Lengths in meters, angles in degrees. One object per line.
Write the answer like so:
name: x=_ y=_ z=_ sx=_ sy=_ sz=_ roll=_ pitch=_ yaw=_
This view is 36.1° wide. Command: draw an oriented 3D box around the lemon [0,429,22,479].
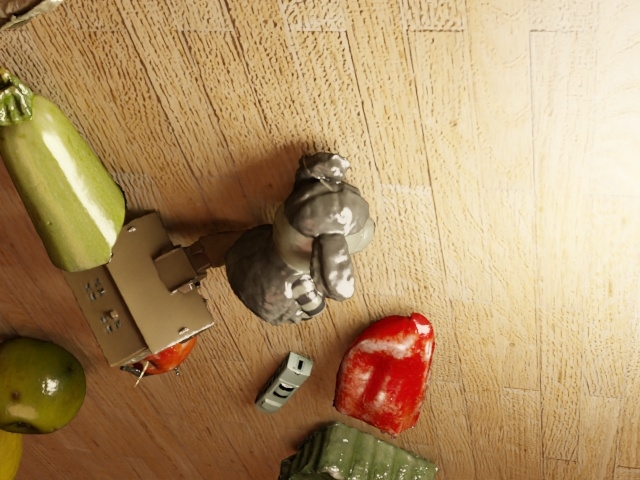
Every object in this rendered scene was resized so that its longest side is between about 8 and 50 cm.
lemon: x=-0.734 y=0.426 z=2.007 sx=0.253 sy=0.254 sz=0.310 roll=25 pitch=144 yaw=-15

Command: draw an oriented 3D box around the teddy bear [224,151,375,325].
teddy bear: x=-0.005 y=0.018 z=1.231 sx=0.144 sy=0.171 sz=0.251 roll=7 pitch=149 yaw=-37

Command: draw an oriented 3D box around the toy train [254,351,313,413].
toy train: x=-0.069 y=0.253 z=1.687 sx=0.043 sy=0.047 sz=0.207 roll=23 pitch=144 yaw=-9

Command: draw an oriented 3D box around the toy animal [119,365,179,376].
toy animal: x=-0.287 y=0.211 z=1.709 sx=0.135 sy=0.047 sz=0.065 roll=-17 pitch=140 yaw=36

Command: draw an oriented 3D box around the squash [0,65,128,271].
squash: x=-0.339 y=-0.111 z=1.234 sx=0.137 sy=0.137 sz=0.288 roll=-2 pitch=129 yaw=23

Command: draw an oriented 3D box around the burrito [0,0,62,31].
burrito: x=-0.340 y=-0.256 z=1.060 sx=0.188 sy=0.045 sz=0.058 roll=-9 pitch=114 yaw=35

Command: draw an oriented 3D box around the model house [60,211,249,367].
model house: x=-0.198 y=0.046 z=1.380 sx=0.248 sy=0.181 sz=0.176 roll=-27 pitch=176 yaw=12

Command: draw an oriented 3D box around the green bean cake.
green bean cake: x=0.061 y=0.456 z=1.857 sx=0.255 sy=0.132 sz=0.241 roll=26 pitch=144 yaw=-13

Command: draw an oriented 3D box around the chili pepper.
chili pepper: x=0.100 y=0.182 z=1.488 sx=0.144 sy=0.136 sz=0.253 roll=49 pitch=147 yaw=31

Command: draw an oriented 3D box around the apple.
apple: x=-0.526 y=0.267 z=1.782 sx=0.196 sy=0.157 sz=0.196 roll=6 pitch=152 yaw=3

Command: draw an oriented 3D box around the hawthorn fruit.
hawthorn fruit: x=-0.254 y=0.153 z=1.552 sx=0.125 sy=0.140 sz=0.125 roll=-11 pitch=130 yaw=-13
